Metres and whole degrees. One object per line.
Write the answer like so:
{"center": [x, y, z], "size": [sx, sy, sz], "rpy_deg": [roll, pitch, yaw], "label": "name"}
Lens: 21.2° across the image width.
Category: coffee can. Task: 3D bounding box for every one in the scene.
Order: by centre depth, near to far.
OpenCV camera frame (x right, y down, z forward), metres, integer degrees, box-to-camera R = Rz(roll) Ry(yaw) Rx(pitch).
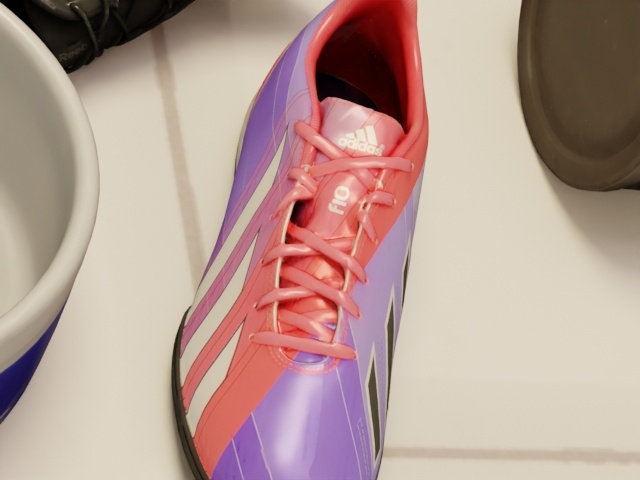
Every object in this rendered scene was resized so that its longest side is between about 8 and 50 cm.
{"center": [0.285, -0.119, 1.019], "size": [0.275, 0.201, 0.201], "rpy_deg": [4, 51, -22], "label": "coffee can"}

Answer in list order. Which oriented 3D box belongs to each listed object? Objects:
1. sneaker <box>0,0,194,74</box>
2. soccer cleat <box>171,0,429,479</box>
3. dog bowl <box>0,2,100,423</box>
{"center": [-0.119, -0.149, 0.942], "size": [0.286, 0.109, 0.130], "rpy_deg": [-4, 60, -16], "label": "sneaker"}
{"center": [0.000, 0.000, 0.847], "size": [0.109, 0.116, 0.318], "rpy_deg": [18, 47, -10], "label": "soccer cleat"}
{"center": [-0.238, -0.016, 0.761], "size": [0.265, 0.104, 0.265], "rpy_deg": [12, 48, -14], "label": "dog bowl"}
